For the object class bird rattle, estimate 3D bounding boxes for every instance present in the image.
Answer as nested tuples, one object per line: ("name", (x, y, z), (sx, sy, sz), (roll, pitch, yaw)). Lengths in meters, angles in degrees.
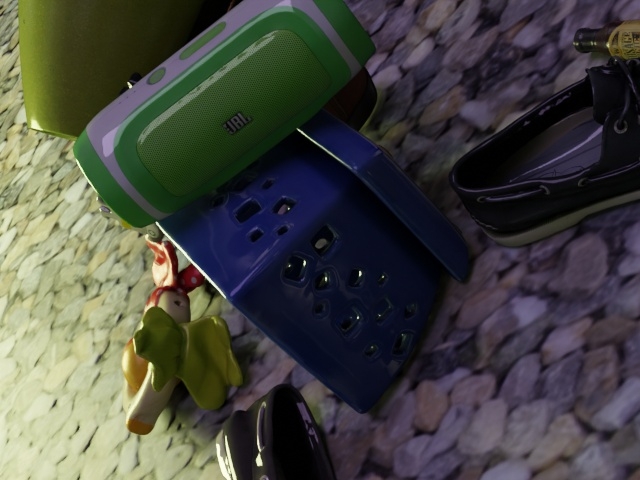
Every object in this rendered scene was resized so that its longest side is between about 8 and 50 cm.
("bird rattle", (-0.201, 0.118, 1.454), (0.207, 0.143, 0.253), (-61, 31, 22))

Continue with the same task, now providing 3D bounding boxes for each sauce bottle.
("sauce bottle", (0.310, -0.199, 1.182), (0.128, 0.042, 0.042), (8, 70, 53))

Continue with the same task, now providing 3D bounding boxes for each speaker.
("speaker", (-0.095, -0.141, 1.165), (0.297, 0.131, 0.131), (-37, 40, 6))

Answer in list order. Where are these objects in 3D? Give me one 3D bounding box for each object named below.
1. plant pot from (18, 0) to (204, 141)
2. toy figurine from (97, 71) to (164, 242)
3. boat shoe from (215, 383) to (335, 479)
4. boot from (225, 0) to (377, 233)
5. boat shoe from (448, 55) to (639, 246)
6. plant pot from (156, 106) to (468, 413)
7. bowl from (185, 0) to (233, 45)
("plant pot", (-0.308, -0.282, 1.651), (0.275, 0.275, 0.293), (12, 89, 51))
("toy figurine", (-0.151, -0.097, 1.421), (0.148, 0.209, 0.213), (18, 100, 14))
("boat shoe", (-0.023, 0.266, 1.153), (0.095, 0.112, 0.335), (-51, 34, 16))
("boot", (-0.048, -0.140, 1.335), (0.096, 0.280, 0.264), (32, 84, 30))
("boat shoe", (0.266, -0.110, 1.104), (0.340, 0.113, 0.127), (-26, 46, 34))
("plant pot", (0.000, 0.000, 1.231), (0.212, 0.236, 0.236), (-48, 36, 0))
("bowl", (-0.153, -0.213, 1.677), (0.391, 0.077, 0.391), (-27, 46, 33))
